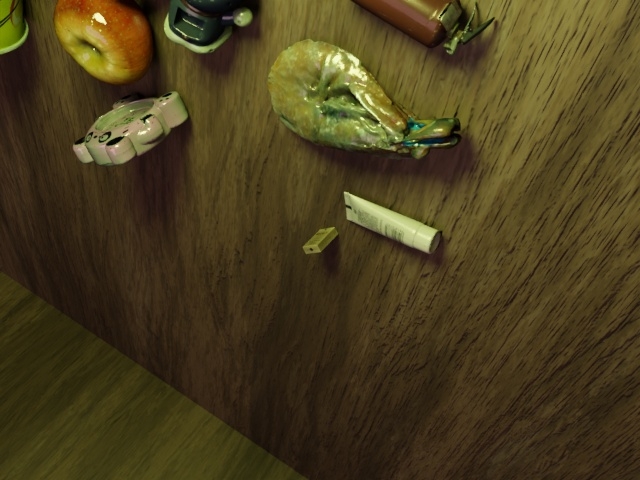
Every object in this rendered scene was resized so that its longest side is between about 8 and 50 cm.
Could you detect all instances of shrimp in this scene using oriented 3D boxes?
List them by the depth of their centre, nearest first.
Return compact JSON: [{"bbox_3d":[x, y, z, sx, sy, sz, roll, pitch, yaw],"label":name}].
[{"bbox_3d":[0.075,-0.268,1.271,0.446,0.110,0.221,23,130,27],"label":"shrimp"}]

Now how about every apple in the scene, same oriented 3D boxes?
[{"bbox_3d":[-0.488,-0.478,1.475,0.210,0.173,0.235,2,137,33],"label":"apple"}]

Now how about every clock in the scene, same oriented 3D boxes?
[{"bbox_3d":[-0.221,-0.490,1.261,0.199,0.146,0.243,31,147,-5],"label":"clock"},{"bbox_3d":[-0.474,-0.276,1.591,0.227,0.248,0.090,6,133,36],"label":"clock"}]

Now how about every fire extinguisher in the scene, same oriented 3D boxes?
[{"bbox_3d":[0.152,-0.404,1.073,0.269,0.105,0.105,34,142,9],"label":"fire extinguisher"}]

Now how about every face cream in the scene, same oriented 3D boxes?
[{"bbox_3d":[0.157,-0.037,1.456,0.244,0.058,0.092,25,146,28],"label":"face cream"}]

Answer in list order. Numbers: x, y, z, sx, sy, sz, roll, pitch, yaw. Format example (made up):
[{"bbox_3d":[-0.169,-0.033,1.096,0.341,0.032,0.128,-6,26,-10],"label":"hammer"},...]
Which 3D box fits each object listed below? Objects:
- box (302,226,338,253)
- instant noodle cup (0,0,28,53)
[{"bbox_3d":[0.000,0.000,1.594,0.053,0.083,0.024,-8,117,45],"label":"box"},{"bbox_3d":[-0.874,-0.634,1.572,0.311,0.311,0.221,35,131,7],"label":"instant noodle cup"}]
